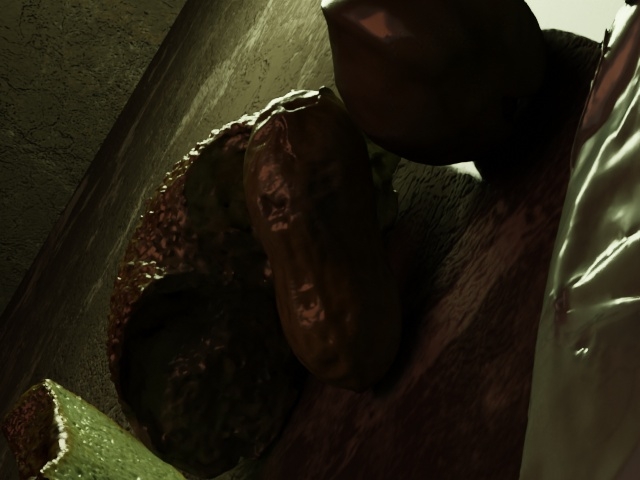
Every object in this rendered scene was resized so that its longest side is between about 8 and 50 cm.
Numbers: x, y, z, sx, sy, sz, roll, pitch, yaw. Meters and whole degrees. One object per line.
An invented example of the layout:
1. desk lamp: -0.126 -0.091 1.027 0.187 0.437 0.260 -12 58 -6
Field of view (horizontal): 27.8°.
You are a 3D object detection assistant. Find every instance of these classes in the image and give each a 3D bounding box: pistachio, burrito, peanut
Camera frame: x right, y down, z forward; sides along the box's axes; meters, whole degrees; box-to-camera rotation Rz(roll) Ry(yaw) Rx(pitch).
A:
1. pistachio: 0.077 -0.123 0.869 0.138 0.153 0.238 -50 -7 13
2. burrito: 0.145 0.017 0.509 0.139 0.101 0.445 -45 24 52
3. peanut: 0.000 0.000 0.878 0.099 0.099 0.214 167 91 -69

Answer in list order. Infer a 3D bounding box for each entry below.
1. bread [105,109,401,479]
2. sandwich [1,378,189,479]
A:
1. bread: -0.067 0.010 1.046 0.314 0.171 0.192 -59 21 14
2. sandwich: -0.174 0.211 1.045 0.065 0.186 0.214 -49 21 4
